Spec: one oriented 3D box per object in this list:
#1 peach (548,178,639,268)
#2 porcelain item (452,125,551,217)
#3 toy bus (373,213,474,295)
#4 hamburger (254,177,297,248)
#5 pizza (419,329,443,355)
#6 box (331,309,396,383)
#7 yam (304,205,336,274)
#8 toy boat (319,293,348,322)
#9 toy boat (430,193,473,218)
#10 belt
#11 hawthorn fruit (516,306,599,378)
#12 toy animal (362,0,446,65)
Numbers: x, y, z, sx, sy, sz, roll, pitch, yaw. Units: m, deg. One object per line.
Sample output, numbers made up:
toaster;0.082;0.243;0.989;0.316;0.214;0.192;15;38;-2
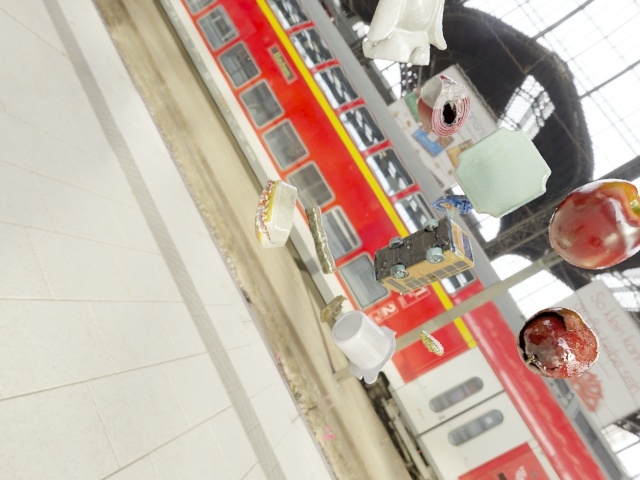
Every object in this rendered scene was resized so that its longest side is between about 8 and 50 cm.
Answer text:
peach;0.713;-0.046;1.112;0.199;0.244;0.243;27;17;-18
porcelain item;0.648;-0.243;1.550;0.286;0.281;0.157;59;20;8
toy bus;0.223;0.039;0.942;0.114;0.201;0.098;32;45;-32
hamburger;-0.186;-0.109;1.728;0.227;0.151;0.295;111;-15;-51
pizza;0.371;0.347;1.437;0.099;0.036;0.160;41;4;15
box;0.168;0.455;1.892;0.206;0.262;0.291;48;34;-26
yam;0.000;0.000;1.569;0.061;0.061;0.253;-45;119;-85
toy boat;0.069;0.338;2.104;0.206;0.064;0.072;-36;97;-43
toy boat;0.538;-0.134;1.745;0.091;0.174;0.110;78;21;-49
belt;0.569;-0.619;1.979;0.115;0.227;0.324;52;9;35
hawthorn fruit;0.476;0.217;0.880;0.148;0.171;0.148;56;-23;38
toy animal;0.273;-0.679;1.296;0.206;0.271;0.265;-123;-143;-56
